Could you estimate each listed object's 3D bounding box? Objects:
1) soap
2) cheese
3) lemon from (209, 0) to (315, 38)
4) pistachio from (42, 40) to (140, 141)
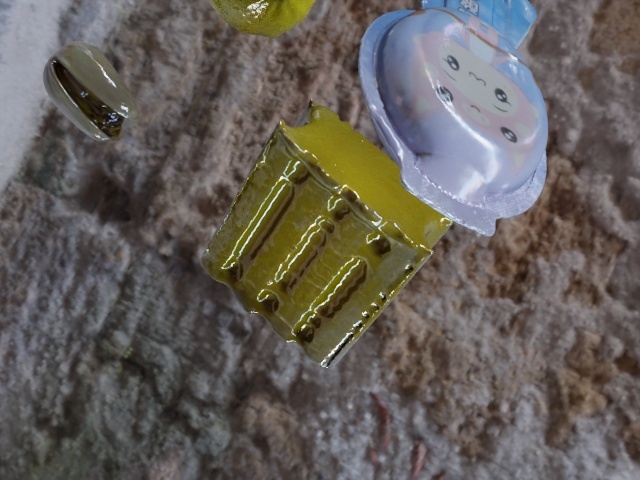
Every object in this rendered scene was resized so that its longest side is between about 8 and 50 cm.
[{"bbox_3d":[0.000,0.000,1.325,0.335,0.293,0.156,-56,175,39],"label":"soap"},{"bbox_3d":[0.084,-0.103,0.506,0.052,0.135,0.245,-42,-154,44],"label":"cheese"},{"bbox_3d":[-0.096,-0.434,1.389,0.192,0.231,0.192,-8,122,-12],"label":"lemon"},{"bbox_3d":[-0.429,-0.278,1.582,0.129,0.206,0.131,-42,180,18],"label":"pistachio"}]
